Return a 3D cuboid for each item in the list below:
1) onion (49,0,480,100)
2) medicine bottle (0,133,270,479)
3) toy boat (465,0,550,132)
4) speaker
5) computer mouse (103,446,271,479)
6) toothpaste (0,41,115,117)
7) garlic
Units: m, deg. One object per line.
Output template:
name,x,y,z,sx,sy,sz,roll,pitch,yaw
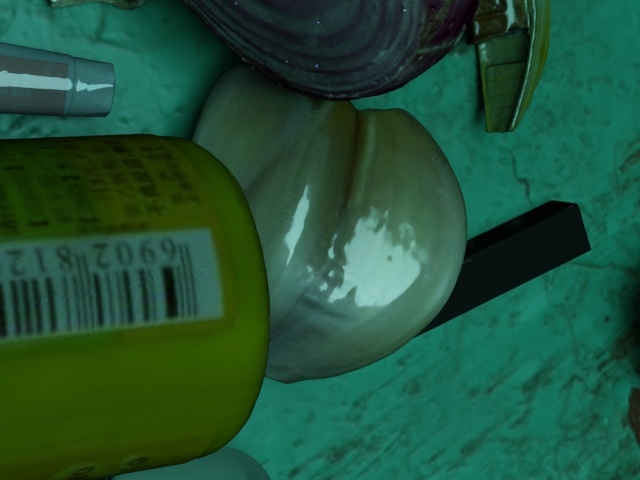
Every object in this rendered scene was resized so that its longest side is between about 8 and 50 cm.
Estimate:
onion,0.008,-0.232,1.016,0.230,0.272,0.256,30,76,-36
medicine bottle,-0.243,0.052,0.891,0.384,0.224,0.224,-6,96,-34
toy boat,0.144,-0.173,1.168,0.066,0.065,0.172,-11,98,-39
speaker,0.130,0.024,1.189,0.191,0.040,0.046,-24,106,-22
computer mouse,-0.104,0.285,1.068,0.159,0.097,0.288,-4,106,-26
toothpaste,-0.241,-0.113,1.008,0.194,0.043,0.067,5,93,-20
garlic,0.000,0.000,1.074,0.217,0.110,0.228,14,94,-10
